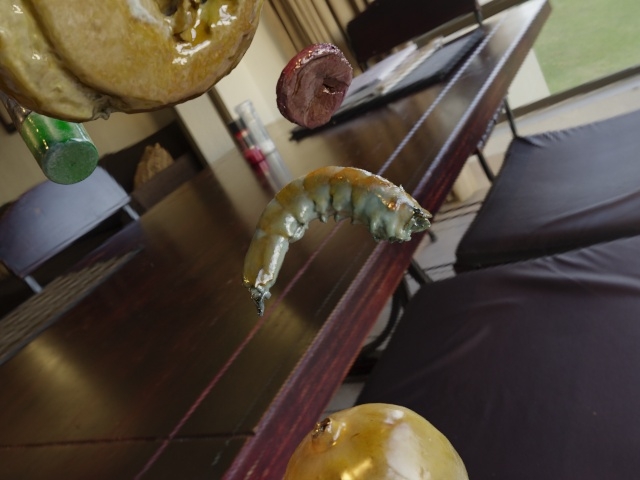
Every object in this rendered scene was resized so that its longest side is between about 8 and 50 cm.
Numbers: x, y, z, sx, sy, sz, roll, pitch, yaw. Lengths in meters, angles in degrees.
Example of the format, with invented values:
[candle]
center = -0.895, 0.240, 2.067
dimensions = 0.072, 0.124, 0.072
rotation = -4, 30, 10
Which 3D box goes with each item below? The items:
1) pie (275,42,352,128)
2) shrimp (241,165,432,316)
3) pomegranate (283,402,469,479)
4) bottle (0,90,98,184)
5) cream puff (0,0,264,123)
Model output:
[pie]
center = -0.012, -0.311, 1.302
dimensions = 0.182, 0.182, 0.049
rotation = -35, 51, -17
[shrimp]
center = 0.000, -0.028, 0.950
dimensions = 0.287, 0.068, 0.185
rotation = -25, 55, -9
[pomegranate]
center = 0.068, 0.320, 0.804
dimensions = 0.233, 0.233, 0.233
rotation = -26, 19, 9
[bottle]
center = -0.464, -0.220, 1.054
dimensions = 0.093, 0.093, 0.330
rotation = -33, 57, -12
[cream puff]
center = -0.224, -0.287, 0.676
dimensions = 0.231, 0.327, 0.343
rotation = 31, 81, 38
